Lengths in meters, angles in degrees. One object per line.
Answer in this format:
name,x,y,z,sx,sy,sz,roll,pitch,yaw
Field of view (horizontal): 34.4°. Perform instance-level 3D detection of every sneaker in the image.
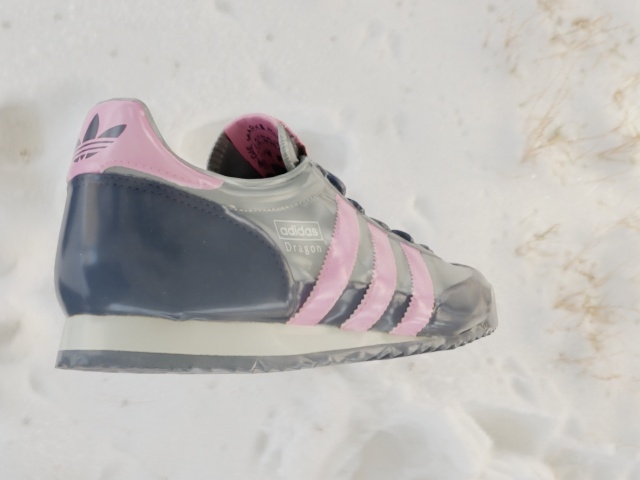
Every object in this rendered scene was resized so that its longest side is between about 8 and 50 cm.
sneaker,0.000,0.000,0.551,0.319,0.112,0.131,3,82,-55
